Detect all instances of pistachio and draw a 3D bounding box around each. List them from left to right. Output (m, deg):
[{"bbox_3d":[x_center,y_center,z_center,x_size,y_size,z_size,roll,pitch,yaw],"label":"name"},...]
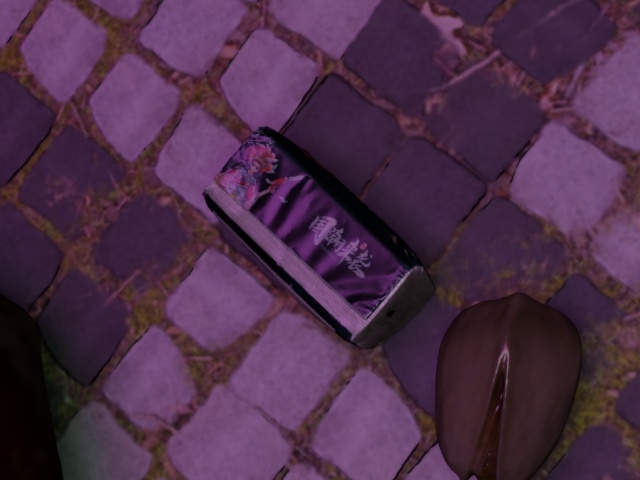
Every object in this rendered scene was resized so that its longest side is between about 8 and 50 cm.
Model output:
[{"bbox_3d":[0.136,0.112,1.387,0.113,0.113,0.149,7,89,18],"label":"pistachio"}]

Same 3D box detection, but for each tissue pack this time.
[{"bbox_3d":[0.001,0.001,1.446,0.090,0.103,0.170,-46,73,2],"label":"tissue pack"}]

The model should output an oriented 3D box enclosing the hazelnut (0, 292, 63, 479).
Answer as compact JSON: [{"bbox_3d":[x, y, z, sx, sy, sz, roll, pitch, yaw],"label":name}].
[{"bbox_3d":[-0.408,0.161,1.406,0.402,0.402,0.429,-43,55,7],"label":"hazelnut"}]
